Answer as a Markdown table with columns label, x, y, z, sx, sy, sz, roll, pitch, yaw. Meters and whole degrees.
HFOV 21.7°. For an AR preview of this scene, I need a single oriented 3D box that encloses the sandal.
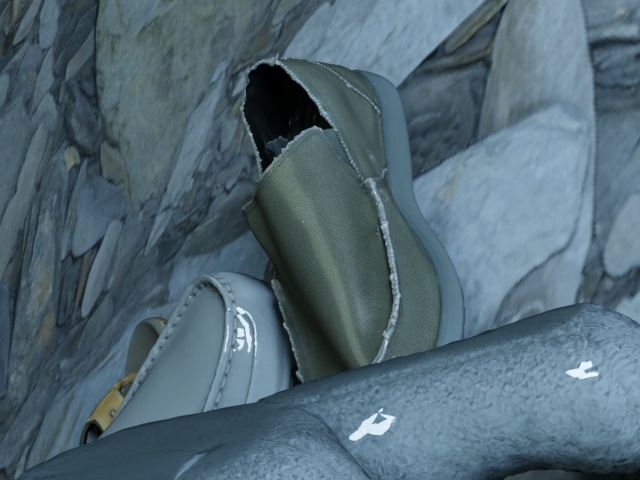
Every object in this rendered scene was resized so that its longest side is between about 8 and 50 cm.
| label | x | y | z | sx | sy | sz | roll | pitch | yaw |
| --- | --- | --- | --- | --- | --- | --- | --- | --- | --- |
| sandal | -0.115 | 0.126 | 0.961 | 0.072 | 0.049 | 0.180 | -18 | 55 | 54 |

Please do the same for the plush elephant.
| label | x | y | z | sx | sy | sz | roll | pitch | yaw |
| --- | --- | --- | --- | --- | --- | --- | --- | --- | --- |
| plush elephant | -0.024 | 0.198 | 0.577 | 0.330 | 0.255 | 0.272 | -13 | 8 | 19 |

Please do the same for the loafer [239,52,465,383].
| label | x | y | z | sx | sy | sz | roll | pitch | yaw |
| --- | --- | --- | --- | --- | --- | --- | --- | --- | --- |
| loafer | 0.000 | 0.000 | 0.813 | 0.094 | 0.087 | 0.251 | -50 | 33 | 29 |

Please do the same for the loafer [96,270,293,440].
| label | x | y | z | sx | sy | sz | roll | pitch | yaw |
| --- | --- | --- | --- | --- | --- | --- | --- | --- | --- |
| loafer | -0.109 | 0.161 | 0.858 | 0.112 | 0.111 | 0.320 | 17 | 85 | 61 |
